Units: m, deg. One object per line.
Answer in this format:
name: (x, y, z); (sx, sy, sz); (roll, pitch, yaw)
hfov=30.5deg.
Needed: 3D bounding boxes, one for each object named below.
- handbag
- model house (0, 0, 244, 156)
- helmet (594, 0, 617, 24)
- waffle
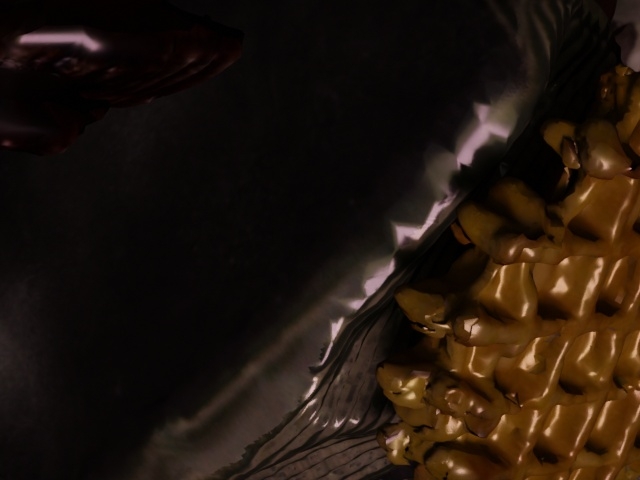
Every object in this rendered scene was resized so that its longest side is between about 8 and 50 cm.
handbag: (0.000, 0.000, 0.571); (0.340, 0.247, 0.240); (-43, 142, 16)
model house: (-0.182, -0.147, 0.426); (0.317, 0.297, 0.282); (-6, 143, -39)
helmet: (0.125, -0.131, 0.621); (0.065, 0.049, 0.084); (-36, 127, 14)
waffle: (0.123, 0.031, 0.474); (0.228, 0.051, 0.231); (-38, 138, -8)
